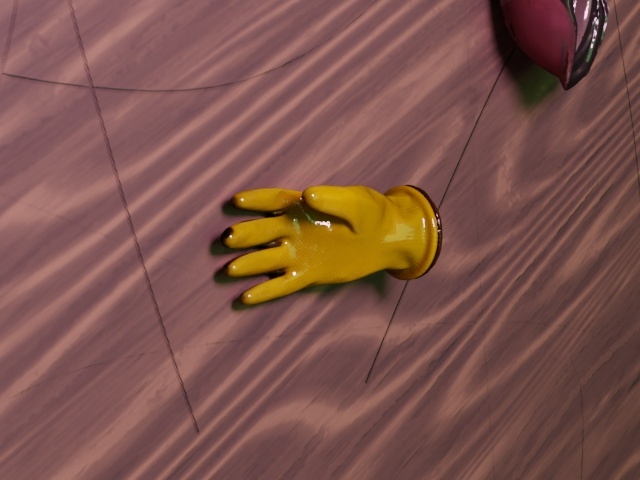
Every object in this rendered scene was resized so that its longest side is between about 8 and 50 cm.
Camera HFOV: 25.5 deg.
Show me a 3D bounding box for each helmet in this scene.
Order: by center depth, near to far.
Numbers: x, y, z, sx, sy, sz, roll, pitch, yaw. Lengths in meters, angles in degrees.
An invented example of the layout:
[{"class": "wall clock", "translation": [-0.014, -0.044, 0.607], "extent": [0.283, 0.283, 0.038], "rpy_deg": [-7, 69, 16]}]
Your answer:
[{"class": "helmet", "translation": [0.309, -0.345, 1.892], "extent": [0.198, 0.154, 0.253], "rpy_deg": [-34, 142, -62]}]

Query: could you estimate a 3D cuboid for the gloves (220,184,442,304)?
[{"class": "gloves", "translation": [0.000, 0.001, 1.652], "extent": [0.294, 0.116, 0.133], "rpy_deg": [-5, 94, -41]}]
